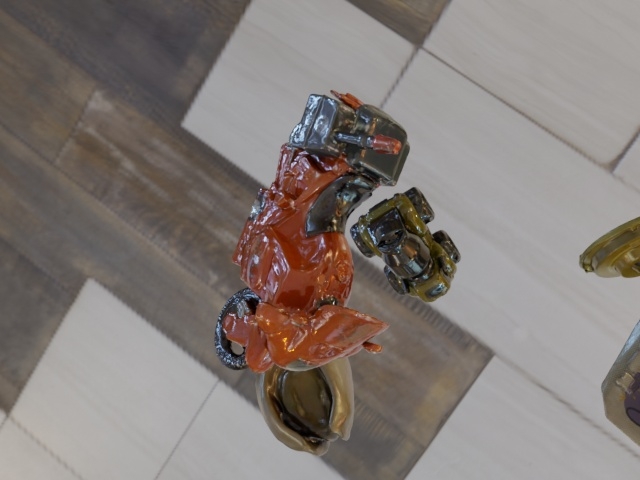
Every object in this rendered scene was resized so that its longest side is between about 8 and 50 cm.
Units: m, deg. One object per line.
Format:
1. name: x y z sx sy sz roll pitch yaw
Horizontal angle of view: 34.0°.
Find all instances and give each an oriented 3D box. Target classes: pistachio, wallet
1. pistachio: -0.018 0.206 1.481 0.138 0.238 0.153 -35 117 12
2. wallet: 0.667 0.252 1.859 0.275 0.068 0.335 30 91 16

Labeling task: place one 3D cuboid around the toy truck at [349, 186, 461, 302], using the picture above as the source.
1. toy truck: 0.164 0.027 1.889 0.147 0.165 0.224 -32 121 12

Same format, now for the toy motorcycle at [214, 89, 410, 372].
1. toy motorcycle: 0.000 0.000 1.096 0.221 0.148 0.325 17 85 47

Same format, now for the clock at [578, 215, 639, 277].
1. clock: 0.540 0.012 1.708 0.237 0.237 0.057 -28 66 20
